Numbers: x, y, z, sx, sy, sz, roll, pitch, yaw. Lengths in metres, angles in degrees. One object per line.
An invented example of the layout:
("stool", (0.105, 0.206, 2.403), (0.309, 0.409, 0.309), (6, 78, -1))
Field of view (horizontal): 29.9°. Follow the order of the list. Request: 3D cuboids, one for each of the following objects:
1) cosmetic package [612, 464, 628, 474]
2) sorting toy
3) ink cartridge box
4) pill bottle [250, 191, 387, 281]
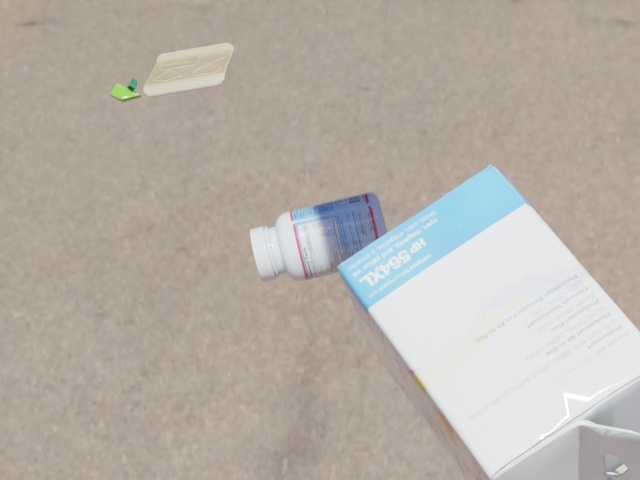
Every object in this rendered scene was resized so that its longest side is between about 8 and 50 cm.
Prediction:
("cosmetic package", (0.300, 0.064, 0.658), (0.296, 0.129, 0.153), (-43, 39, 1))
("sorting toy", (-0.102, -0.114, 0.828), (0.083, 0.012, 0.062), (-9, 31, 8))
("ink cartridge box", (0.088, 0.058, 0.547), (0.090, 0.092, 0.143), (-32, 56, -5))
("pill bottle", (0.000, 0.000, 1.444), (0.160, 0.087, 0.087), (-13, 40, 2))
